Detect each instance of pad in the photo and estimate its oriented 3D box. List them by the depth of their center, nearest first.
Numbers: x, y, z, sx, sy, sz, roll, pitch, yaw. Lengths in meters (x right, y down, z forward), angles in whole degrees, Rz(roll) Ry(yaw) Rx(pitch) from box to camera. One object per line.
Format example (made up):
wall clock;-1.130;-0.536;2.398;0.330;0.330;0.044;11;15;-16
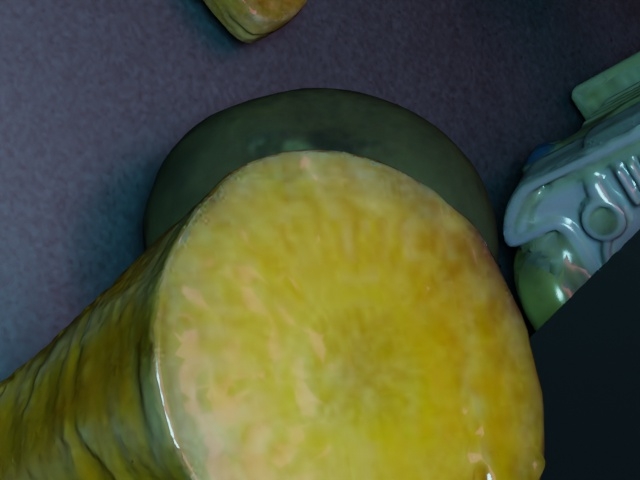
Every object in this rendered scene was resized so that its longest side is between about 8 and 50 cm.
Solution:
pad;0.189;0.087;0.996;0.163;0.243;0.004;31;30;-19

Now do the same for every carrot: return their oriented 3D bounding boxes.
carrot;-0.048;0.089;0.791;0.196;0.254;0.196;14;65;-32

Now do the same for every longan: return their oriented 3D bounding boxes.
longan;0.000;0.000;0.920;0.187;0.167;0.167;21;63;-13

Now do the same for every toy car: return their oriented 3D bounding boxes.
toy car;0.292;0.033;1.103;0.336;0.242;0.226;54;30;-11

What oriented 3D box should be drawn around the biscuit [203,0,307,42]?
biscuit;-0.096;-0.271;0.994;0.306;0.043;0.284;19;67;-32
